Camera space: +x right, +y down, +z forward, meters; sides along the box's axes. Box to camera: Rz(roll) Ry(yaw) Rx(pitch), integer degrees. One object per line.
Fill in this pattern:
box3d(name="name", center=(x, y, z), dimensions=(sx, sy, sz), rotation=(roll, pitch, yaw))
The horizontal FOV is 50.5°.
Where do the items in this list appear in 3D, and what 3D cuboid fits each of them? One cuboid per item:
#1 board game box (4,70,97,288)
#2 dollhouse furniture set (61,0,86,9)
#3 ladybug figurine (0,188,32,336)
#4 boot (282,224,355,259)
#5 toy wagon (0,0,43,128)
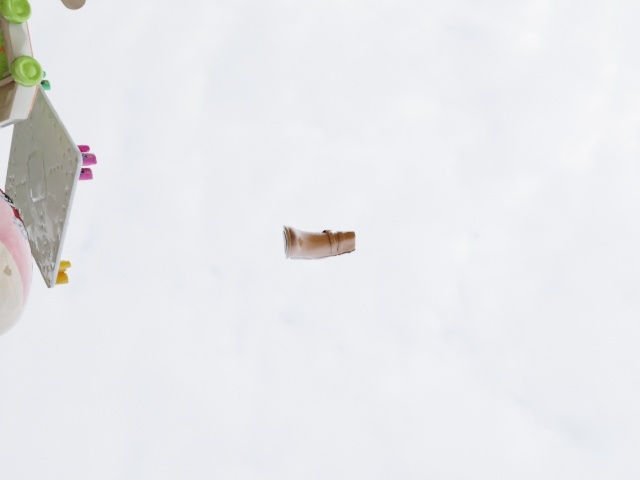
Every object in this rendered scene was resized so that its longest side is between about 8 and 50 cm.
box3d(name="board game box", center=(-0.653, -0.152, 1.619), dimensions=(0.390, 0.050, 0.390), rotation=(51, -50, 33))
box3d(name="dollhouse furniture set", center=(-0.435, -0.589, 1.402), dimensions=(0.303, 0.173, 0.355), rotation=(-35, -157, -6))
box3d(name="ladybug figurine", center=(-0.577, -0.012, 1.031), dimensions=(0.161, 0.305, 0.449), rotation=(-56, -140, 7))
box3d(name="boot", center=(0.000, 0.000, 1.453), dimensions=(0.153, 0.197, 0.072), rotation=(-6, -97, 5))
box3d(name="toy wagon", center=(-0.648, -0.399, 1.327), dimensions=(0.267, 0.068, 0.344), rotation=(-6, -86, 38))
